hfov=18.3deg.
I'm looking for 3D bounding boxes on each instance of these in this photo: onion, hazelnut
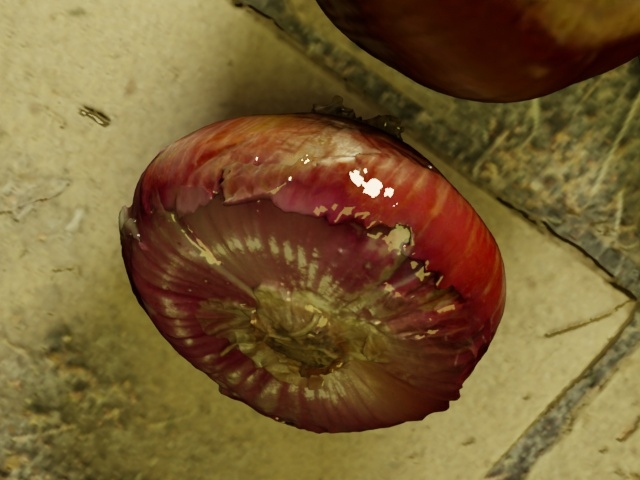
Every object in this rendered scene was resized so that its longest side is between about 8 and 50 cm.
[{"bbox_3d":[0.000,0.000,1.142,0.230,0.163,0.230,9,142,7],"label":"onion"},{"bbox_3d":[0.091,-0.165,1.060,0.212,0.181,0.181,32,95,-37],"label":"hazelnut"}]

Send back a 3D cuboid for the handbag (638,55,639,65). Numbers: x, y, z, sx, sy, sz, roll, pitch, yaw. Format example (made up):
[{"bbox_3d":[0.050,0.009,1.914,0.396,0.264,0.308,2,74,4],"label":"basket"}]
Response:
[{"bbox_3d":[0.261,-0.093,1.175,0.127,0.063,0.190,-20,112,2],"label":"handbag"}]
